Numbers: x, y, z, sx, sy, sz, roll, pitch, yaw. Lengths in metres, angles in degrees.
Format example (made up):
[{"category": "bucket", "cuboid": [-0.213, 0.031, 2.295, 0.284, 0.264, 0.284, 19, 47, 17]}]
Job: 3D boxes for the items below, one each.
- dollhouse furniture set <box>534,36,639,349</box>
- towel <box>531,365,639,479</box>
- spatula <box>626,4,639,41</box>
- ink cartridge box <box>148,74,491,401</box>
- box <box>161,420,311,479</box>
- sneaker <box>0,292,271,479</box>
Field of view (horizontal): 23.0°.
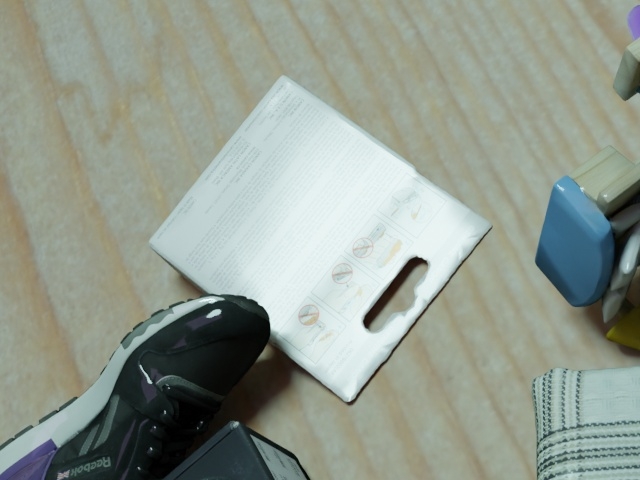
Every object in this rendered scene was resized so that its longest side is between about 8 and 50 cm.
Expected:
[{"category": "dollhouse furniture set", "cuboid": [0.314, -0.039, 0.969, 0.286, 0.303, 0.198, -35, 72, -13]}, {"category": "towel", "cuboid": [0.280, 0.190, 0.842, 0.324, 0.056, 0.312, -2, 48, 7]}, {"category": "spatula", "cuboid": [0.369, -0.188, 1.124, 0.296, 0.030, 0.084, -22, 54, 19]}, {"category": "ink cartridge box", "cuboid": [0.000, 0.000, 1.247, 0.225, 0.056, 0.181, 37, 85, 22]}, {"category": "box", "cuboid": [-0.071, 0.363, 1.030, 0.318, 0.097, 0.395, -42, 49, 9]}, {"category": "sneaker", "cuboid": [-0.131, 0.162, 1.190, 0.283, 0.107, 0.124, -41, 51, 19]}]
